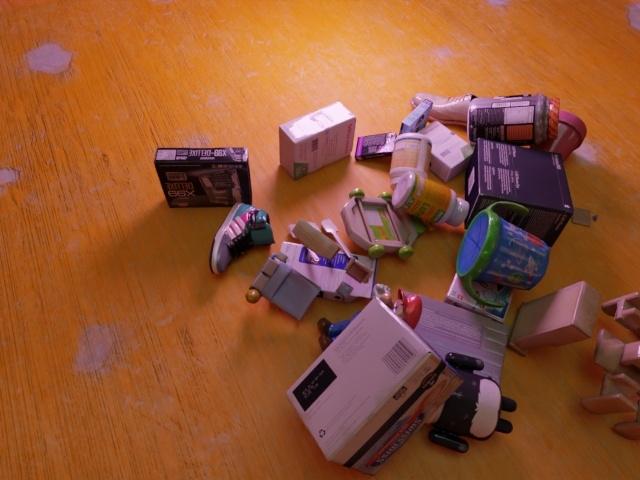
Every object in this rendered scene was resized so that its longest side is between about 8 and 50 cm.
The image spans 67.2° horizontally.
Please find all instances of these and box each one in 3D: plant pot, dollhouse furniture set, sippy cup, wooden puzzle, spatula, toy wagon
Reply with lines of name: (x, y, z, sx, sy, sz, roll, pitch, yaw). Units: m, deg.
plant pot: (0.928, -0.389, 1.930, 0.201, 0.201, 0.180, 28, 74, 15)
dollhouse furniture set: (-0.044, 0.130, 1.439, 0.286, 0.198, 0.303, 36, 91, 5)
sippy cup: (0.582, 0.047, 1.526, 0.224, 0.305, 0.240, 21, 22, 0)
wooden puzzle: (0.986, -0.089, 1.823, 0.116, 0.014, 0.078, 20, 61, 11)
dollhouse furniture set: (0.820, 0.332, 1.444, 0.394, 0.256, 0.362, 36, 59, -5)
spatula: (0.000, 0.000, 1.652, 0.168, 0.019, 0.242, -5, 36, -22)
toy wagon: (0.243, -0.053, 1.694, 0.345, 0.068, 0.267, 4, 53, -26)

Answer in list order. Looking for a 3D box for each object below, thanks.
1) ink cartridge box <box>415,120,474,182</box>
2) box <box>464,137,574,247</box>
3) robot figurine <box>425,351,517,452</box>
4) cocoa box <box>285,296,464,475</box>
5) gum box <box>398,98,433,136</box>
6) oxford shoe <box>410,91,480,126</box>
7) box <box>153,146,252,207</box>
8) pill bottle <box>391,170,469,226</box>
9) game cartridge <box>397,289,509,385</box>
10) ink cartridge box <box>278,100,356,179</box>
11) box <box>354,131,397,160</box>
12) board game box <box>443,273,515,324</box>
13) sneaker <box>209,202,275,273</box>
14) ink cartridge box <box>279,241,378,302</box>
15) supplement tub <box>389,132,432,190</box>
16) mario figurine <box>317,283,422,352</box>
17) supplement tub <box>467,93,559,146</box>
ink cartridge box: (0.484, -0.359, 1.931, 0.160, 0.092, 0.219, -33, 63, -23)
box: (0.699, -0.179, 1.742, 0.313, 0.178, 0.343, 12, 47, 6)
robot figurine: (0.383, 0.442, 1.325, 0.278, 0.173, 0.209, 16, 37, 3)
cocoa box: (0.137, 0.371, 1.220, 0.347, 0.228, 0.231, -47, 42, 1)
gum box: (0.379, -0.462, 1.958, 0.041, 0.157, 0.184, 33, 60, 18)
oxford shoe: (0.584, -0.577, 2.055, 0.397, 0.146, 0.140, 18, 57, 9)
box: (-0.401, -0.218, 1.697, 0.308, 0.242, 0.076, -1, 55, -5)
pill bottle: (0.390, -0.137, 1.696, 0.246, 0.136, 0.136, 21, 55, -11)
game cartridge: (0.387, 0.306, 1.492, 0.355, 0.068, 0.230, 19, 53, 10)
ink cartridge box: (-0.013, -0.384, 1.855, 0.278, 0.201, 0.117, -28, 62, -21)
box: (0.223, -0.379, 1.938, 0.162, 0.029, 0.116, -4, 53, 22)
board game box: (0.562, 0.123, 1.628, 0.193, 0.053, 0.305, 25, 58, 15)
sneaker: (-0.246, 0.000, 1.634, 0.179, 0.123, 0.295, 8, 54, 14)
ink cartridge box: (0.017, 0.110, 1.601, 0.333, 0.065, 0.165, 10, 55, 6)
supplement tub: (0.338, -0.287, 1.819, 0.145, 0.144, 0.199, 10, 77, 4)
mario figurine: (0.141, 0.219, 1.423, 0.321, 0.170, 0.198, -21, 62, 6)
supplement tub: (0.738, -0.458, 1.847, 0.316, 0.193, 0.193, 4, 52, 26)
